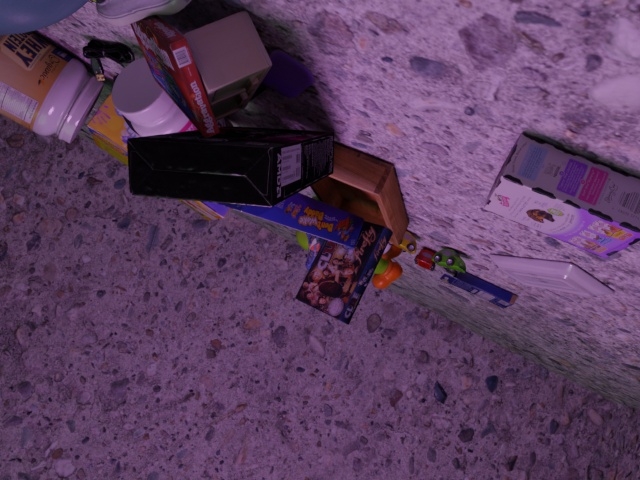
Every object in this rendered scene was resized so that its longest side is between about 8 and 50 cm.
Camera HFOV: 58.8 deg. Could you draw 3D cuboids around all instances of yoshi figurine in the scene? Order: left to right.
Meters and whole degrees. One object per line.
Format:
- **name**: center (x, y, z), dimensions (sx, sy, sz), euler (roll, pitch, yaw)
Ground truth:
- **yoshi figurine**: center (0.071, 0.005, 1.702), dimensions (0.362, 0.203, 0.204), euler (34, 176, -29)

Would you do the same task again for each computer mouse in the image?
- **computer mouse**: center (-0.467, -0.338, 1.324), dimensions (0.184, 0.060, 0.262), euler (24, 147, 30)

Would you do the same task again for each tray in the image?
- **tray**: center (0.087, -0.106, 1.329), dimensions (0.203, 0.076, 0.411), euler (25, 171, 18)
- **tray**: center (0.519, 0.084, 1.313), dimensions (0.145, 0.030, 0.270), euler (30, 171, -20)

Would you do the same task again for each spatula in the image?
- **spatula**: center (-0.101, -0.271, 1.003), dimensions (0.084, 0.030, 0.296), euler (28, 172, -24)

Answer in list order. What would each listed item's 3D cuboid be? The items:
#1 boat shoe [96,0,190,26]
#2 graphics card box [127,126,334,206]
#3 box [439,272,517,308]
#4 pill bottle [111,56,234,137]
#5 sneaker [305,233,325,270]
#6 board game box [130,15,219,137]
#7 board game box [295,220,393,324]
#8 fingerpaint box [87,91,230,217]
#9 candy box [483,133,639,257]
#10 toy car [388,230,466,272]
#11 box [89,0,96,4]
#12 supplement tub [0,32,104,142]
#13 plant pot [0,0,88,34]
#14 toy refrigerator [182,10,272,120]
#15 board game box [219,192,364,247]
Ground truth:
- **boat shoe**: center (-0.263, -0.363, 0.801), dimensions (0.228, 0.079, 0.081), euler (12, 158, 41)
- **graphics card box**: center (-0.128, -0.139, 0.974), dimensions (0.233, 0.094, 0.371), euler (7, -164, 14)
- **box**: center (0.492, 0.147, 1.792), dimensions (0.225, 0.036, 0.136), euler (24, 172, 9)
- **pill bottle**: center (-0.316, -0.268, 1.260), dimensions (0.160, 0.160, 0.283), euler (23, 172, 26)
- **sneaker**: center (0.000, 0.000, 1.551), dimensions (0.087, 0.083, 0.221), euler (43, 136, 20)
- **board game box**: center (-0.237, -0.275, 0.878), dimensions (0.281, 0.027, 0.145), euler (46, 158, 47)
- **board game box**: center (0.054, 0.063, 1.380), dimensions (0.165, 0.243, 0.042), euler (18, 169, 47)
- **fingerpaint box**: center (-0.462, -0.251, 1.750), dimensions (0.445, 0.163, 0.371), euler (35, 171, -14)
- **candy box**: center (0.345, -0.057, 0.802), dimensions (0.196, 0.070, 0.165), euler (24, 172, 11)
- **toy car**: center (0.318, 0.039, 1.599), dimensions (0.225, 0.053, 0.239), euler (18, 169, 47)
- **box**: center (-0.369, -0.412, 0.883), dimensions (0.083, 0.052, 0.062), euler (27, 173, 5)
- **supplement tub**: center (-0.762, -0.418, 1.493), dimensions (0.316, 0.228, 0.228), euler (29, 172, -21)
- **plant pot**: center (-0.332, -0.327, 0.520), dimensions (0.293, 0.292, 0.235), euler (26, -174, 8)
- **toy refrigerator**: center (-0.162, -0.258, 0.912), dimensions (0.094, 0.102, 0.269), euler (64, 165, -6)
- **board game box**: center (-0.101, -0.080, 1.312), dimensions (0.347, 0.078, 0.233), euler (18, -179, -44)
